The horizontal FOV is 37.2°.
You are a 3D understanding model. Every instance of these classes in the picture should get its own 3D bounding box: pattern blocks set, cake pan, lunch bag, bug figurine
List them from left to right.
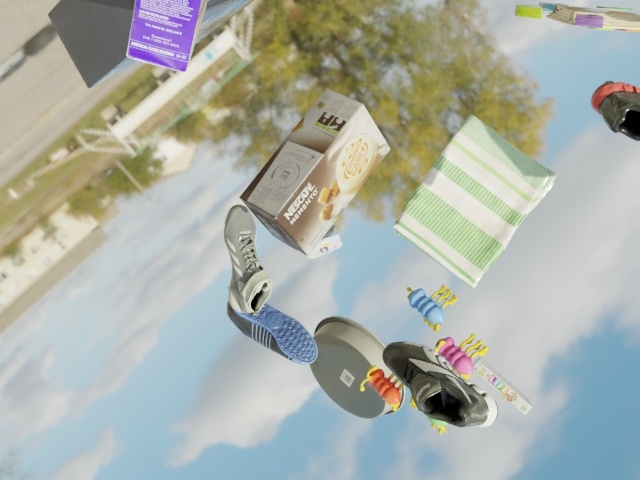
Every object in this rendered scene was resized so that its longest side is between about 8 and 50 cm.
[{"bbox_3d":[0.000,0.000,1.754,0.071,0.053,0.083,-21,-173,-2],"label":"lunch bag"},{"bbox_3d":[0.079,0.324,2.359,0.054,0.293,0.293,-37,-172,-36],"label":"cake pan"},{"bbox_3d":[0.194,0.231,1.803,0.072,0.216,0.279,2,119,-47],"label":"bug figurine"},{"bbox_3d":[0.459,-0.360,1.543,0.286,0.026,0.325,7,-162,11],"label":"pattern blocks set"}]

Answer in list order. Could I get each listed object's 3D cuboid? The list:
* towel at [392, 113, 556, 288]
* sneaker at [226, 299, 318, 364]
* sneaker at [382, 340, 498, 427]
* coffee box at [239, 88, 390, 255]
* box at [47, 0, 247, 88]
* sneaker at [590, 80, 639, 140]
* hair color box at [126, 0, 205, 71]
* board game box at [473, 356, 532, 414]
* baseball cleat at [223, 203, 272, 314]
[{"bbox_3d":[0.344,-0.088,2.140,0.324,0.248,0.038,-53,177,-8],"label":"towel"},{"bbox_3d":[-0.110,0.200,2.119,0.081,0.232,0.090,-50,179,-27],"label":"sneaker"},{"bbox_3d":[0.186,0.245,1.626,0.106,0.234,0.078,-4,121,-52],"label":"sneaker"},{"bbox_3d":[-0.007,-0.117,1.639,0.098,0.141,0.246,30,-104,37],"label":"coffee box"},{"bbox_3d":[-0.323,-0.486,1.913,0.312,0.179,0.343,-34,-171,-36],"label":"box"},{"bbox_3d":[0.735,-0.274,2.076,0.097,0.276,0.135,102,-13,-47],"label":"sneaker"},{"bbox_3d":[-0.207,-0.448,1.446,0.338,0.110,0.185,111,-10,-48],"label":"hair color box"},{"bbox_3d":[0.410,0.327,2.154,0.026,0.154,0.103,-50,172,6],"label":"board game box"},{"bbox_3d":[-0.128,0.036,1.771,0.072,0.205,0.109,-11,-166,-38],"label":"baseball cleat"}]
